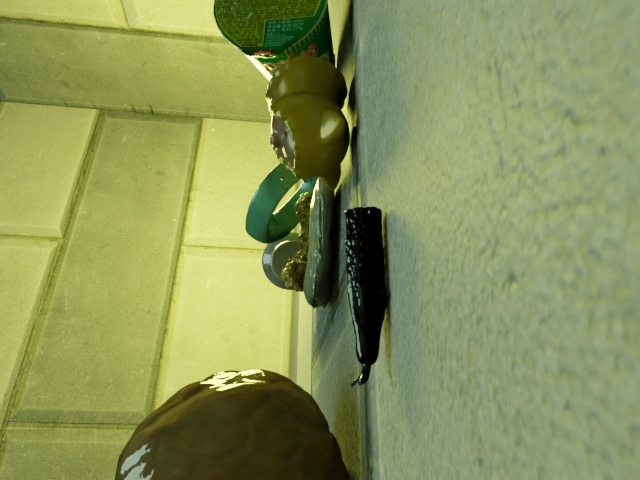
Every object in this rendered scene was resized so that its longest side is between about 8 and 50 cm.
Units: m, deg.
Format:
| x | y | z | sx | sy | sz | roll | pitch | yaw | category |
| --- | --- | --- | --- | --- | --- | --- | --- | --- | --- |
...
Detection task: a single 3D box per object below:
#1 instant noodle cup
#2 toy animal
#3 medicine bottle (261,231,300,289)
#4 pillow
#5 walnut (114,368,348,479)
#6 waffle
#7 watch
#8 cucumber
| x | y | z | sx | sy | sz | roll | pitch | yaw | category |
| --- | --- | --- | --- | --- | --- | --- | --- | --- | --- |
| -0.064 | -0.384 | 0.881 | 0.233 | 0.207 | 0.207 | 42 | -131 | -75 | instant noodle cup |
| -0.017 | -0.199 | 0.732 | 0.156 | 0.156 | 0.229 | 101 | 160 | -55 | toy animal |
| -0.070 | 0.048 | 1.091 | 0.215 | 0.135 | 0.135 | 168 | 106 | -85 | medicine bottle |
| 0.000 | 0.000 | 0.817 | 0.148 | 0.050 | 0.229 | 109 | 164 | -76 | pillow |
| -0.109 | 0.300 | 0.562 | 0.285 | 0.285 | 0.296 | -94 | 13 | -53 | walnut |
| -0.023 | 0.006 | 0.915 | 0.149 | 0.051 | 0.194 | 17 | -101 | -72 | waffle |
| -0.066 | -0.088 | 0.955 | 0.195 | 0.068 | 0.237 | -56 | -13 | 17 | watch |
| 0.043 | 0.046 | 0.417 | 0.039 | 0.043 | 0.163 | -21 | 61 | 37 | cucumber |
